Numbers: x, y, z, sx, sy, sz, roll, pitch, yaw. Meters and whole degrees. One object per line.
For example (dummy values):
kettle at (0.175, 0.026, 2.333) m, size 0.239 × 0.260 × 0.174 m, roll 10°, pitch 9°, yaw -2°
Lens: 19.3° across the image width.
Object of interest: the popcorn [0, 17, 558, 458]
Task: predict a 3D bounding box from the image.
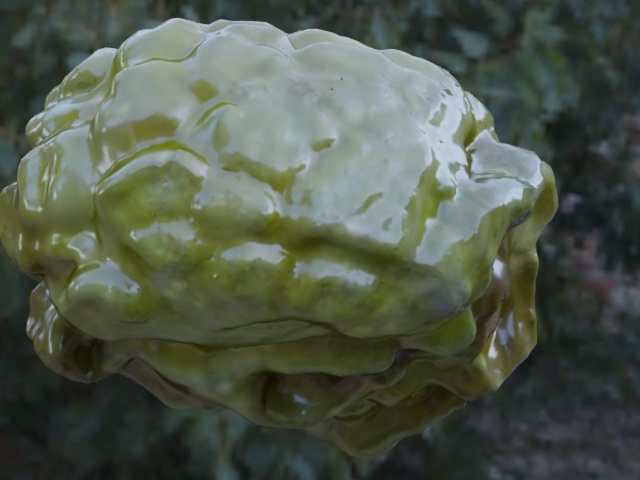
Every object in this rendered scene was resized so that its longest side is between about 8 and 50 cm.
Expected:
popcorn at (0.000, 0.000, 0.881) m, size 0.286 × 0.173 × 0.225 m, roll 24°, pitch -26°, yaw -36°
